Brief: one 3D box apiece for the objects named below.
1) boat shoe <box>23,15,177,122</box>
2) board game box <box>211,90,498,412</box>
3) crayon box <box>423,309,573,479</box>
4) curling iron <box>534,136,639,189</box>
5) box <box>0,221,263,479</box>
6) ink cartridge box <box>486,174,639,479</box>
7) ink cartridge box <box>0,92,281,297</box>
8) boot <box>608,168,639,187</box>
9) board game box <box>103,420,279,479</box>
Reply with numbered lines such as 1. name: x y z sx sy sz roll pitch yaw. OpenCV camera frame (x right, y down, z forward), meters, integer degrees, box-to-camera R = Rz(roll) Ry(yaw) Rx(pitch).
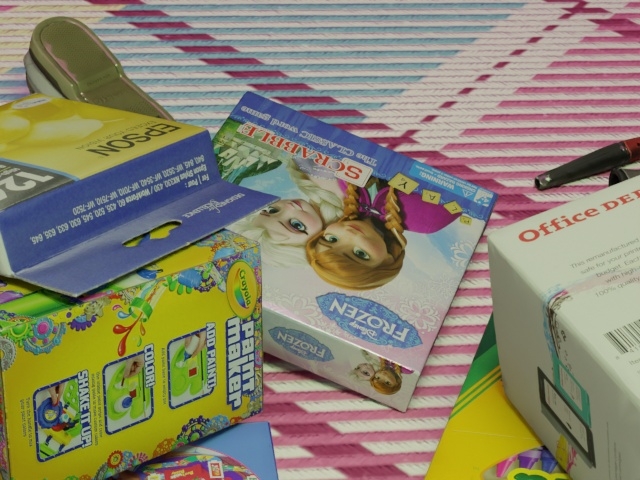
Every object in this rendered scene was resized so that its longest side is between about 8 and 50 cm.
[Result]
1. boat shoe: -0.241 -0.117 1.794 0.113 0.103 0.302 -21 67 -34
2. board game box: 0.000 0.000 1.674 0.318 0.066 0.318 22 42 6
3. crayon box: 0.306 0.193 1.432 0.363 0.106 0.313 6 38 20
4. curling iron: 0.383 -0.103 1.896 0.274 0.035 0.068 -12 43 -20
5. box: -0.249 0.075 1.421 0.279 0.177 0.290 -19 28 -39
6. ink cartridge box: 0.292 0.102 1.300 0.198 0.197 0.270 -21 38 -12
7. ink cartridge box: -0.245 -0.053 1.422 0.307 0.072 0.303 10 22 30
8. boot: 0.497 -0.003 1.749 0.222 0.118 0.338 -21 36 -24
9. board game box: -0.201 0.278 1.351 0.347 0.078 0.233 -3 40 -9
